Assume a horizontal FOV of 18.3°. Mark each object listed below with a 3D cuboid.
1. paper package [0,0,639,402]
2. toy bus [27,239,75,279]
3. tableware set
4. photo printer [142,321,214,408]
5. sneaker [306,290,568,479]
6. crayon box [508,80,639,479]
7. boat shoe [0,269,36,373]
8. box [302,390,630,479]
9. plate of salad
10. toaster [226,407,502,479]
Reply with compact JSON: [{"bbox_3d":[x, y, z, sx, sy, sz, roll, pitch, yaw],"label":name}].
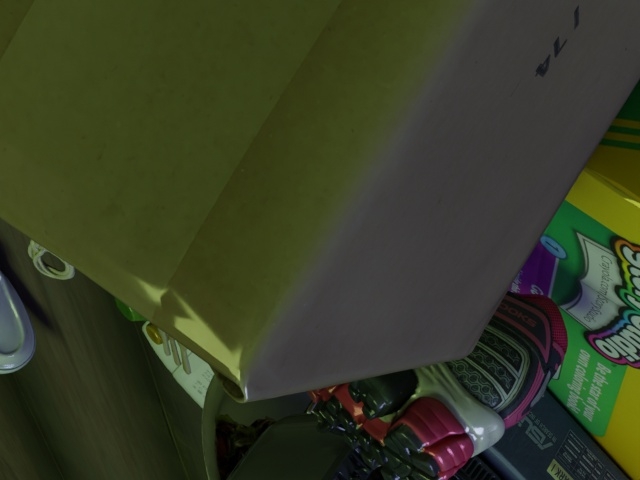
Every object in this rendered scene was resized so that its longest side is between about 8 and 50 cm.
[{"bbox_3d":[0.037,-0.121,0.758,0.168,0.325,0.309,34,-170,17],"label":"paper package"},{"bbox_3d":[-0.171,-0.080,1.457,0.202,0.104,0.191,-9,126,48],"label":"toy bus"},{"bbox_3d":[-0.123,0.019,1.412,0.104,0.024,0.154,38,152,33],"label":"tableware set"},{"bbox_3d":[0.002,0.086,1.459,0.256,0.107,0.307,42,153,0],"label":"photo printer"},{"bbox_3d":[0.000,0.000,1.050,0.299,0.112,0.121,46,161,24],"label":"sneaker"},{"bbox_3d":[0.102,-0.036,1.094,0.313,0.106,0.363,35,163,15],"label":"crayon box"},{"bbox_3d":[-0.355,0.023,1.877,0.258,0.095,0.084,50,157,-16],"label":"boat shoe"},{"bbox_3d":[0.121,0.169,1.254,0.233,0.059,0.183,46,151,-24],"label":"box"},{"bbox_3d":[-0.007,0.163,1.291,0.048,0.200,0.200,-26,112,25],"label":"plate of salad"},{"bbox_3d":[0.032,0.182,1.166,0.227,0.129,0.146,45,154,-21],"label":"toaster"}]
